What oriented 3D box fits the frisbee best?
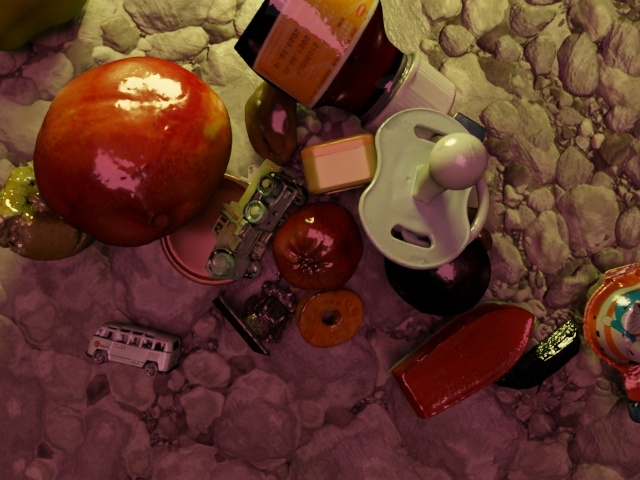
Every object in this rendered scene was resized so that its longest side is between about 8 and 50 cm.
[{"bbox_3d":[-0.237,-0.025,0.962,0.250,0.021,0.251,0,94,1],"label":"frisbee"}]

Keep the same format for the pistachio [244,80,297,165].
[{"bbox_3d":[-0.103,-0.253,0.902,0.109,0.100,0.190,1,95,-2],"label":"pistachio"}]

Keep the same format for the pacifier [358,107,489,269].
[{"bbox_3d":[0.194,-0.094,0.694,0.238,0.226,0.288,20,79,-5],"label":"pacifier"}]

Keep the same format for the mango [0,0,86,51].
[{"bbox_3d":[-0.600,-0.516,0.889,0.293,0.143,0.175,-33,98,14],"label":"mango"}]

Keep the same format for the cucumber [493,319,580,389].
[{"bbox_3d":[0.486,0.272,0.946,0.220,0.046,0.070,-39,100,3],"label":"cucumber"}]

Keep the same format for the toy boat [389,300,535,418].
[{"bbox_3d":[0.305,0.232,0.914,0.331,0.133,0.145,-31,87,-7],"label":"toy boat"}]

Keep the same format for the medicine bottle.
[{"bbox_3d":[0.058,-0.335,0.823,0.394,0.242,0.243,30,94,-20],"label":"medicine bottle"}]

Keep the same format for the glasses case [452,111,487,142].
[{"bbox_3d":[0.316,-0.242,0.927,0.083,0.023,0.034,31,89,-2],"label":"glasses case"}]

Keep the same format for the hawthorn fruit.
[{"bbox_3d":[0.000,0.000,0.883,0.178,0.200,0.179,7,124,10],"label":"hawthorn fruit"}]

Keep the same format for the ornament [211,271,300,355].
[{"bbox_3d":[-0.103,0.131,0.943,0.196,0.153,0.166,-40,93,-20],"label":"ornament"}]

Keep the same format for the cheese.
[{"bbox_3d":[0.659,0.211,0.891,0.216,0.129,0.330,-14,93,4],"label":"cheese"}]

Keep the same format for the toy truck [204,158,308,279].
[{"bbox_3d":[-0.150,-0.043,0.902,0.135,0.128,0.260,32,96,26],"label":"toy truck"}]

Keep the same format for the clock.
[{"bbox_3d":[0.040,-0.144,0.853,0.143,0.202,0.096,-10,95,3],"label":"clock"}]

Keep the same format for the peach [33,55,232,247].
[{"bbox_3d":[-0.334,-0.157,0.794,0.372,0.290,0.373,7,58,-12],"label":"peach"}]

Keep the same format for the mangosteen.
[{"bbox_3d":[0.250,0.027,0.866,0.211,0.211,0.250,40,77,-1],"label":"mangosteen"}]

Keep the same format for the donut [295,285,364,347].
[{"bbox_3d":[0.016,0.156,0.921,0.151,0.058,0.152,-9,112,-24],"label":"donut"}]

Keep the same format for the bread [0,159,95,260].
[{"bbox_3d":[-0.536,-0.056,0.863,0.185,0.257,0.124,32,103,-21],"label":"bread"}]

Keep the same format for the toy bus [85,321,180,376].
[{"bbox_3d":[-0.409,0.235,0.955,0.193,0.087,0.089,12,87,2],"label":"toy bus"}]
